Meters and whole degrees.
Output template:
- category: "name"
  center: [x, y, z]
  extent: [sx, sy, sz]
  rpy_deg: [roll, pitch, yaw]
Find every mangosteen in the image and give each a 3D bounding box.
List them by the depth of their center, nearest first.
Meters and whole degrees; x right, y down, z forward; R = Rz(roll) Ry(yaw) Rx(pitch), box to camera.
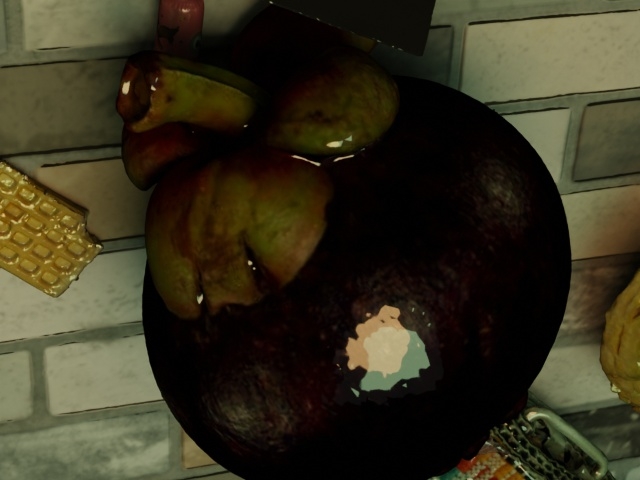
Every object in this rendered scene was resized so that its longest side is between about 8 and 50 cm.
- category: "mangosteen"
  center: [0.000, 0.000, 1.295]
  extent: [0.382, 0.382, 0.435]
  rpy_deg: [-38, 100, 8]

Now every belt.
- category: "belt"
  center: [0.197, 0.235, 1.618]
  extent: [0.295, 0.207, 0.160]
  rpy_deg: [40, 108, -21]

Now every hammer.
- category: "hammer"
  center: [-0.119, -0.173, 1.317]
  extent: [0.043, 0.043, 0.083]
  rpy_deg: [-2, 123, -19]

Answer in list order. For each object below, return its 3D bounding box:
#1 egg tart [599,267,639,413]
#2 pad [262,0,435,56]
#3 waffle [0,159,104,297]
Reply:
- category: "egg tart"
  center: [0.443, 0.052, 1.603]
  extent: [0.345, 0.132, 0.345]
  rpy_deg: [-9, 138, -8]
- category: "pad"
  center: [0.031, -0.313, 1.200]
  extent: [0.202, 0.005, 0.299]
  rpy_deg: [15, 84, -29]
- category: "waffle"
  center: [-0.260, -0.010, 1.390]
  extent: [0.135, 0.021, 0.092]
  rpy_deg: [33, 107, -34]
